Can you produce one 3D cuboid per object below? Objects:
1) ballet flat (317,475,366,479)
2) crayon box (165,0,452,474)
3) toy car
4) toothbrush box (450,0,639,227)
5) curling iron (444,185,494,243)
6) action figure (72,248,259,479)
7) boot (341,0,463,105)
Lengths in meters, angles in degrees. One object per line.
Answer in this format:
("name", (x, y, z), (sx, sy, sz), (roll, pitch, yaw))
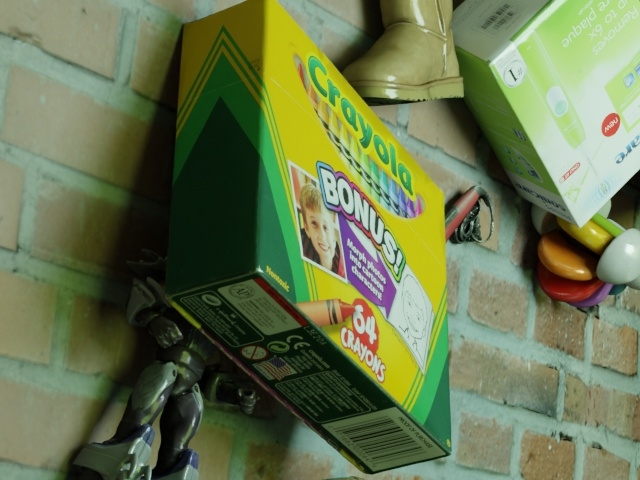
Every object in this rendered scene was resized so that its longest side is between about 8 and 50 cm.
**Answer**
("ballet flat", (-0.010, 0.390, 1.796), (0.124, 0.116, 0.342), (22, 69, -32))
("crayon box", (0.000, 0.000, 1.748), (0.363, 0.106, 0.313), (46, 37, -45))
("toy car", (0.333, 0.020, 2.291), (0.182, 0.159, 0.136), (11, 114, -55))
("toothbrush box", (0.284, -0.191, 2.156), (0.206, 0.122, 0.283), (-44, 131, -12))
("curling iron", (0.126, 0.019, 2.059), (0.274, 0.035, 0.068), (-43, 123, -48))
("action figure", (-0.127, 0.130, 1.634), (0.185, 0.099, 0.285), (41, 52, -41))
("boot", (0.075, -0.279, 1.963), (0.236, 0.089, 0.269), (-15, 101, -66))
